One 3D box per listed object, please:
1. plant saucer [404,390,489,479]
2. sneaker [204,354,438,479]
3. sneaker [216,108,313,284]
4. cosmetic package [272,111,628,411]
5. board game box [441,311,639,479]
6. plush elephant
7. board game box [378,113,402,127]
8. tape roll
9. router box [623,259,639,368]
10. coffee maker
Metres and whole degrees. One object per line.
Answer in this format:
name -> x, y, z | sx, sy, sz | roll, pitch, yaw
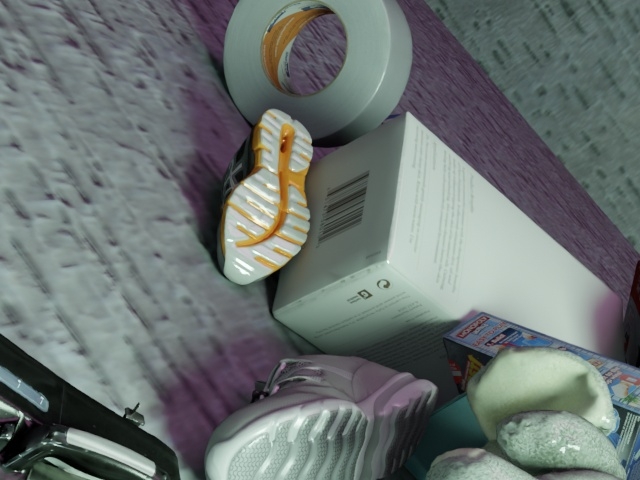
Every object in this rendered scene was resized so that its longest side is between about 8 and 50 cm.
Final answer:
plant saucer -> 0.129, 0.164, 1.041 | 0.067, 0.192, 0.018 | 49, 49, 1
sneaker -> -0.017, 0.145, 0.926 | 0.115, 0.105, 0.281 | 24, 10, 25
sneaker -> -0.061, -0.032, 1.163 | 0.084, 0.083, 0.214 | 35, 40, -18
cosmetic package -> 0.144, 0.068, 1.212 | 0.365, 0.155, 0.196 | 39, 43, -29
board game box -> 0.188, 0.157, 1.041 | 0.060, 0.194, 0.194 | -26, 47, -38
plush elephant -> 0.150, 0.229, 0.882 | 0.330, 0.255, 0.271 | -13, 100, -30
board game box -> 0.088, -0.037, 1.420 | 0.243, 0.042, 0.165 | -77, 159, -67
tape roll -> -0.004, -0.221, 1.435 | 0.219, 0.219, 0.072 | 55, 19, 19
router box -> 0.355, 0.206, 1.263 | 0.082, 0.301, 0.335 | 10, 14, 7
coffee maker -> -0.170, 0.110, 0.609 | 0.178, 0.120, 0.171 | 41, -3, -24
